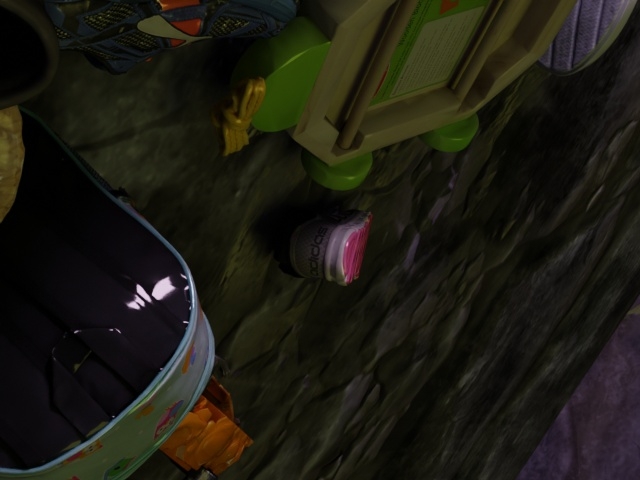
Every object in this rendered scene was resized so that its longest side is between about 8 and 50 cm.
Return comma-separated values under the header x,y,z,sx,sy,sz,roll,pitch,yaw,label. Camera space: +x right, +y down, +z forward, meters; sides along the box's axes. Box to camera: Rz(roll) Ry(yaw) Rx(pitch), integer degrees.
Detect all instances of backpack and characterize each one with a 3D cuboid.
x,y,z,sx,sy,sz,roll,pitch,yaw,label
-0.152,0.047,0.599,0.166,0.188,0.144,-45,153,-23,backpack

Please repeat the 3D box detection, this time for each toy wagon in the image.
x,y,z,sx,sy,sz,roll,pitch,yaw,label
0.060,-0.147,0.811,0.344,0.068,0.267,-21,153,-33,toy wagon

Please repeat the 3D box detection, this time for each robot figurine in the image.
x,y,z,sx,sy,sz,roll,pitch,yaw,label
-0.152,0.159,0.857,0.211,0.085,0.291,-50,155,-11,robot figurine

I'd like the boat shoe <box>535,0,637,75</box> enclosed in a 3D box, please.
x,y,z,sx,sy,sz,roll,pitch,yaw,label
0.262,-0.291,1.011,0.094,0.109,0.302,-31,143,-45,boat shoe

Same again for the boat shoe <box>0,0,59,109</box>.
x,y,z,sx,sy,sz,roll,pitch,yaw,label
-0.217,-0.081,0.314,0.335,0.095,0.112,-11,147,-50,boat shoe

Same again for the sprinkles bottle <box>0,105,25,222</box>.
x,y,z,sx,sy,sz,roll,pitch,yaw,label
-0.277,-0.013,0.387,0.355,0.121,0.121,-23,140,-49,sprinkles bottle

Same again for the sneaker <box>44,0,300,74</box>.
x,y,z,sx,sy,sz,roll,pitch,yaw,label
-0.098,-0.135,0.621,0.221,0.083,0.087,-4,138,-52,sneaker

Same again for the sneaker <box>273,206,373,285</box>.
x,y,z,sx,sy,sz,roll,pitch,yaw,label
0.000,0.000,0.965,0.170,0.075,0.063,-37,139,-80,sneaker
